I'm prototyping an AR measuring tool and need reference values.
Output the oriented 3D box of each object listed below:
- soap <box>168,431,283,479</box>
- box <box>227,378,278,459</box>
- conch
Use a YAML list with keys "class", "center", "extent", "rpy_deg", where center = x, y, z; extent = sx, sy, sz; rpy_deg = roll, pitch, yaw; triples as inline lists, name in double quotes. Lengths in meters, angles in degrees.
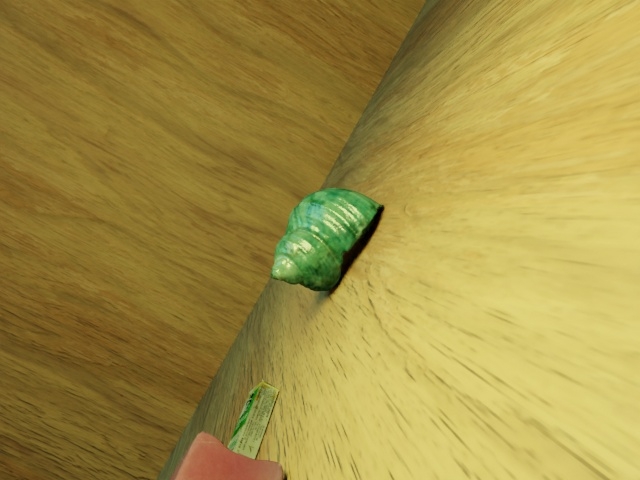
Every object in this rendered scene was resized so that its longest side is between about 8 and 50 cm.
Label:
- class: "soap"
  center: [-0.186, 0.427, 0.574]
  extent: [0.359, 0.128, 0.233]
  rpy_deg: [-58, 7, 22]
- class: "box"
  center: [-0.121, 0.327, 0.829]
  extent: [0.050, 0.041, 0.207]
  rpy_deg: [-54, 11, 40]
- class: "conch"
  center: [-0.003, 0.001, 0.908]
  extent: [0.202, 0.134, 0.196]
  rpy_deg: [-62, 7, -20]
